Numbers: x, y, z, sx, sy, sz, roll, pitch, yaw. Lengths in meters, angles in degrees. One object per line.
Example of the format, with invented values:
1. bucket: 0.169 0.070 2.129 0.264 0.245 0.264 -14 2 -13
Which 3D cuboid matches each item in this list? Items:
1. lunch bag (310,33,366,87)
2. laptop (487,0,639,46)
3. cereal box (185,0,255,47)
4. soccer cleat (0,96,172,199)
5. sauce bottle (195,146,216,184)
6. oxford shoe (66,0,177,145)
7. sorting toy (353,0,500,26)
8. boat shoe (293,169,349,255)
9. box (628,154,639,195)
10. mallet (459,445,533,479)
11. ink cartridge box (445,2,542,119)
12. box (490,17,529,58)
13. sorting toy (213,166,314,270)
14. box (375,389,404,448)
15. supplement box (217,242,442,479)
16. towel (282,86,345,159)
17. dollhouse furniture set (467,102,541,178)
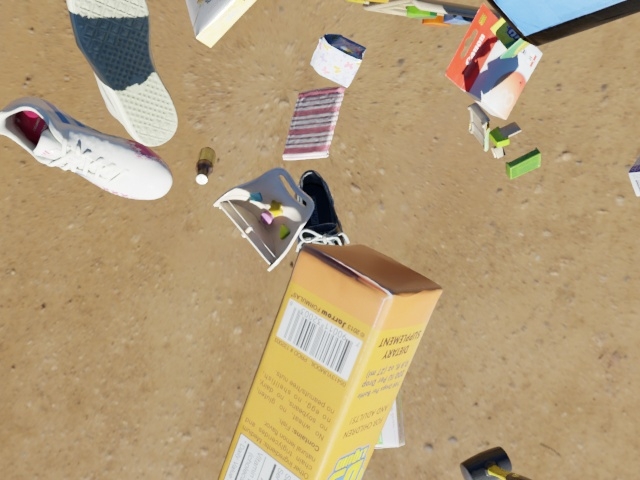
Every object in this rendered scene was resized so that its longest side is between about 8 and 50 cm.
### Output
1. lunch bag: 0.030 -0.328 1.265 0.083 0.053 0.071 22 140 -6
2. laptop: 0.077 -0.169 0.353 0.264 0.234 0.136 -18 98 -26
3. cereal box: -0.211 -0.540 1.475 0.173 0.240 0.047 -39 139 24
4. soccer cleat: -0.441 -0.156 1.304 0.331 0.143 0.116 26 110 -2
5. sauce bottle: -0.262 -0.167 1.595 0.042 0.128 0.042 0 125 0
6. oxford shoe: -0.433 -0.409 1.509 0.169 0.130 0.449 -31 133 -20
7. sorting toy: 0.184 -0.475 1.458 0.307 0.229 0.041 -1 106 -25
8. boat shoe: 0.004 -0.001 1.460 0.113 0.105 0.306 -3 68 -4
9. box: 0.787 -0.170 1.589 0.137 0.126 0.072 -46 117 -30
10. mallet: 0.216 0.286 0.842 0.062 0.190 0.039 -21 85 -4
11. ink cartridge box: 0.320 -0.323 1.287 0.179 0.045 0.145 23 97 -47
12. box: 0.242 -0.248 0.704 0.043 0.179 0.105 49 140 -4
13. sorting toy: -0.044 -0.029 0.660 0.083 0.045 0.075 50 123 2
14. box: 0.138 0.394 1.695 0.103 0.114 0.203 -6 76 13
15. supplement box: -0.004 0.121 0.475 0.080 0.078 0.233 30 106 31
16. towel: -0.015 -0.293 1.776 0.029 0.144 0.197 28 71 -47
17. dollhouse furniture set: 0.316 -0.180 1.223 0.058 0.152 0.076 -26 145 -1
